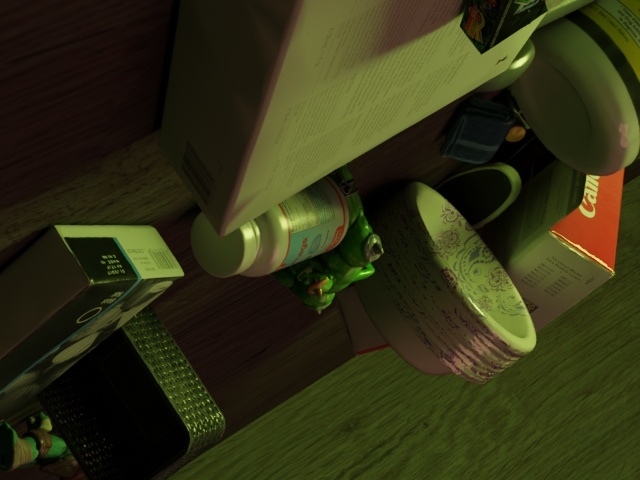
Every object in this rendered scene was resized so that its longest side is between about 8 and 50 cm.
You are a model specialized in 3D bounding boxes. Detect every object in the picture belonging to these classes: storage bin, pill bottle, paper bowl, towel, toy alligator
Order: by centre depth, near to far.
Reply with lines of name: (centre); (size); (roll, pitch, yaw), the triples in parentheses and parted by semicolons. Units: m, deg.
pill bottle: (-0.049, -0.014, 1.091); (0.087, 0.087, 0.160); (-43, 166, 36)
storage bin: (-0.197, 0.155, 1.129); (0.122, 0.180, 0.084); (-38, 170, 16)
pill bottle: (0.377, -0.226, 1.190); (0.334, 0.188, 0.188); (-33, 169, -11)
towel: (0.193, -0.130, 1.384); (0.119, 0.067, 0.029); (112, -9, -65)
toy alligator: (0.231, -0.158, 1.431); (0.190, 0.056, 0.051); (-21, 137, 15)
paper bowl: (0.156, 0.071, 1.552); (0.148, 0.284, 0.284); (-37, 169, 17)

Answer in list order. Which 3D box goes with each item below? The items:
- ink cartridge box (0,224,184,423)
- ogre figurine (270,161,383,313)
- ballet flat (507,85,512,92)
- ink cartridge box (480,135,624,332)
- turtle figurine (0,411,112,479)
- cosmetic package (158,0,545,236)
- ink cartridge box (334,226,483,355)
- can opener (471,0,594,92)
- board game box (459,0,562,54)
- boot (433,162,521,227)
ink cartridge box: (-0.285, 0.106, 0.973); (0.333, 0.065, 0.165); (-37, 170, 17)
ogre figurine: (0.000, 0.000, 1.220); (0.197, 0.118, 0.097); (-41, 168, 26)
ballet flat: (0.281, -0.218, 1.293); (0.188, 0.070, 0.070); (-28, 168, -13)
ink cartridge box: (0.378, -0.049, 1.757); (0.272, 0.130, 0.309); (-46, -163, 44)
turtle figurine: (-0.300, 0.223, 1.315); (0.175, 0.118, 0.234); (-41, 162, 30)
cosmetic package: (0.053, -0.170, 0.698); (0.284, 0.097, 0.377); (-29, 167, -22)
ink cartridge box: (0.190, 0.079, 1.924); (0.226, 0.131, 0.306); (-19, -178, 26)
can opener: (0.187, -0.201, 1.014); (0.280, 0.093, 0.074); (-33, 169, -34)
board game box: (0.151, -0.194, 0.584); (0.136, 0.030, 0.259); (-32, 168, -11)
boot: (0.233, -0.057, 1.780); (0.244, 0.088, 0.176); (-32, 173, 34)
